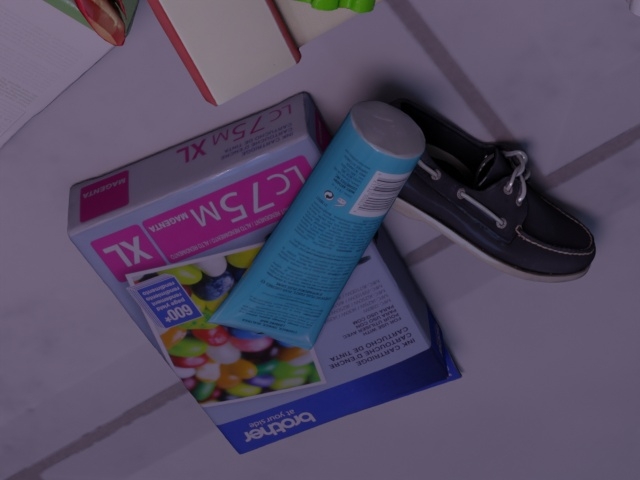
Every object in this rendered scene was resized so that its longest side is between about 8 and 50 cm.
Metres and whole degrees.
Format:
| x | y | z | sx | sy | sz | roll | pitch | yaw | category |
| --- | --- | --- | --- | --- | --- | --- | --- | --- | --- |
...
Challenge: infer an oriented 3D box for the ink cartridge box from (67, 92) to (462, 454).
| x | y | z | sx | sy | sz | roll | pitch | yaw | category |
| --- | --- | --- | --- | --- | --- | --- | --- | --- | --- |
| -0.028 | 0.051 | 1.007 | 0.186 | 0.065 | 0.311 | -21 | 131 | 13 | ink cartridge box |

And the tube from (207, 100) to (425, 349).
| x | y | z | sx | sy | sz | roll | pitch | yaw | category |
| --- | --- | --- | --- | --- | --- | --- | --- | --- | --- |
| 0.000 | 0.000 | 0.900 | 0.080 | 0.052 | 0.207 | 20 | 129 | -16 | tube |

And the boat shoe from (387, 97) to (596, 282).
| x | y | z | sx | sy | sz | roll | pitch | yaw | category |
| --- | --- | --- | --- | --- | --- | --- | --- | --- | --- |
| 0.116 | -0.034 | 0.937 | 0.206 | 0.075 | 0.065 | 24 | 127 | -18 | boat shoe |

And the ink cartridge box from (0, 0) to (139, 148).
| x | y | z | sx | sy | sz | roll | pitch | yaw | category |
| --- | --- | --- | --- | --- | --- | --- | --- | --- | --- |
| -0.241 | -0.131 | 0.834 | 0.171 | 0.056 | 0.235 | 29 | 144 | -26 | ink cartridge box |

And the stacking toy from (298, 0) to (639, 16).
| x | y | z | sx | sy | sz | roll | pitch | yaw | category |
| --- | --- | --- | --- | --- | --- | --- | --- | --- | --- |
| 0.084 | -0.174 | 0.536 | 0.221 | 0.052 | 0.167 | -3 | 126 | -21 | stacking toy |

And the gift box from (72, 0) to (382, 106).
| x | y | z | sx | sy | sz | roll | pitch | yaw | category |
| --- | --- | --- | --- | --- | --- | --- | --- | --- | --- |
| -0.043 | -0.241 | 0.636 | 0.258 | 0.276 | 0.255 | -29 | 125 | -1 | gift box |
